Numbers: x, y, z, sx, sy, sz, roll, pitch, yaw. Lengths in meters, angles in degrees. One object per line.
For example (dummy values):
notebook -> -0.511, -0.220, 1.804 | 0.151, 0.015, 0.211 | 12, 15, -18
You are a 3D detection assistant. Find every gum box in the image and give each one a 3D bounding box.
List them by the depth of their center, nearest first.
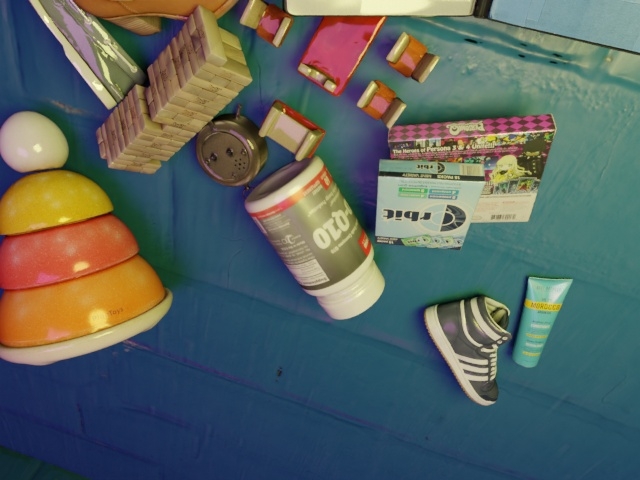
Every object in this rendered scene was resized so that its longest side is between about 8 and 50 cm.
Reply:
gum box -> 0.172, -0.054, 0.701 | 0.156, 0.041, 0.185 | 4, 146, 9

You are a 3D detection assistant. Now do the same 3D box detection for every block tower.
block tower -> -0.257, -0.230, 0.715 | 0.335, 0.097, 0.091 | -29, 72, 34

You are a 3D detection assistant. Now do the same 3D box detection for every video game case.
video game case -> 0.235, -0.104, 0.689 | 0.231, 0.042, 0.210 | -1, 145, 15

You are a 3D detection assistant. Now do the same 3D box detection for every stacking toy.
stacking toy -> -0.533, -0.024, 0.880 | 0.349, 0.350, 0.481 | -5, 102, 17

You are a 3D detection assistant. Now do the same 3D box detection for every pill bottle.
pill bottle -> 0.000, 0.000, 0.788 | 0.161, 0.161, 0.283 | -22, 115, 26

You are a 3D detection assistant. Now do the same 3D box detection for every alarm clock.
alarm clock -> -0.162, -0.150, 0.796 | 0.129, 0.064, 0.192 | -11, 122, 20

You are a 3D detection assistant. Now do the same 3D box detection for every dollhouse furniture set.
dollhouse furniture set -> 0.005, -0.265, 0.661 | 0.261, 0.135, 0.259 | 32, 113, -7

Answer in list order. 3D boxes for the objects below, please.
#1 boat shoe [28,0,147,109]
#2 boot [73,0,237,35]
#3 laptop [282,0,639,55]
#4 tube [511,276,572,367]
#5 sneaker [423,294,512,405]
boat shoe -> -0.407, -0.381, 0.680 | 0.099, 0.116, 0.320 | -34, 120, -13
boot -> -0.246, -0.390, 0.562 | 0.283, 0.220, 0.109 | -3, 87, 24
laptop -> 0.173, -0.378, 0.359 | 0.406, 0.237, 0.382 | -4, 130, -7
tube -> 0.441, 0.163, 0.854 | 0.080, 0.052, 0.207 | 1, 117, 0
sneaker -> 0.352, 0.234, 0.887 | 0.153, 0.099, 0.282 | -26, 109, 29
